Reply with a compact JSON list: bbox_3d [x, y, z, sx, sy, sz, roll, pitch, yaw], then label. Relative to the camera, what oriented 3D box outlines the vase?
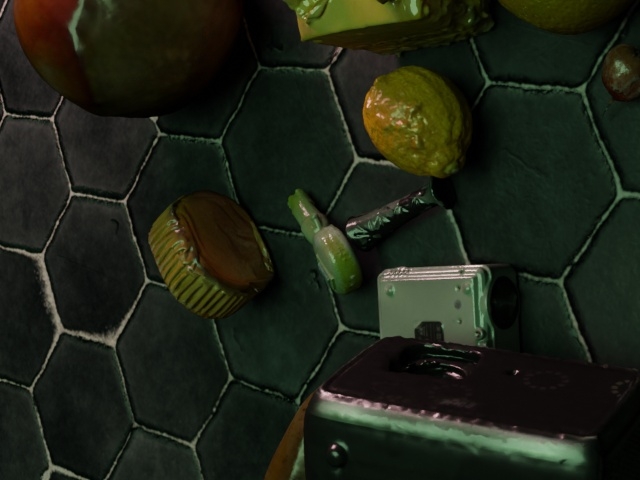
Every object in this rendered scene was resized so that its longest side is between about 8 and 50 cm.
[{"bbox_3d":[0.115,-0.040,1.863,0.167,0.059,0.059,-29,72,36],"label":"vase"}]

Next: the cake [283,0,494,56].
[{"bbox_3d":[0.081,-0.382,1.743,0.227,0.286,0.222,-6,86,40],"label":"cake"}]

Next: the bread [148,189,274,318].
[{"bbox_3d":[-0.175,0.025,2.024,0.104,0.199,0.199,-42,65,34],"label":"bread"}]

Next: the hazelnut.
[{"bbox_3d":[-0.297,-0.363,2.038,0.366,0.366,0.365,0,90,40],"label":"hazelnut"}]

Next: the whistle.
[{"bbox_3d":[0.000,0.000,1.943,0.198,0.057,0.104,55,166,36],"label":"whistle"}]

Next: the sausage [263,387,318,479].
[{"bbox_3d":[-0.057,0.432,1.967,0.501,0.123,0.136,-64,26,20],"label":"sausage"}]

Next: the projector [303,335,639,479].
[{"bbox_3d":[0.199,0.359,1.595,0.395,0.242,0.405,5,111,29],"label":"projector"}]

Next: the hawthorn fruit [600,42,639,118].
[{"bbox_3d":[0.377,-0.196,1.642,0.067,0.067,0.103,42,117,32],"label":"hawthorn fruit"}]

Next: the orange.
[{"bbox_3d":[0.310,-0.373,1.600,0.236,0.236,0.236,0,90,40],"label":"orange"}]

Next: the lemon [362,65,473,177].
[{"bbox_3d":[0.138,-0.162,1.789,0.142,0.142,0.187,-50,59,28],"label":"lemon"}]

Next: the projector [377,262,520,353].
[{"bbox_3d":[0.176,0.162,1.785,0.192,0.099,0.256,-3,88,38],"label":"projector"}]
